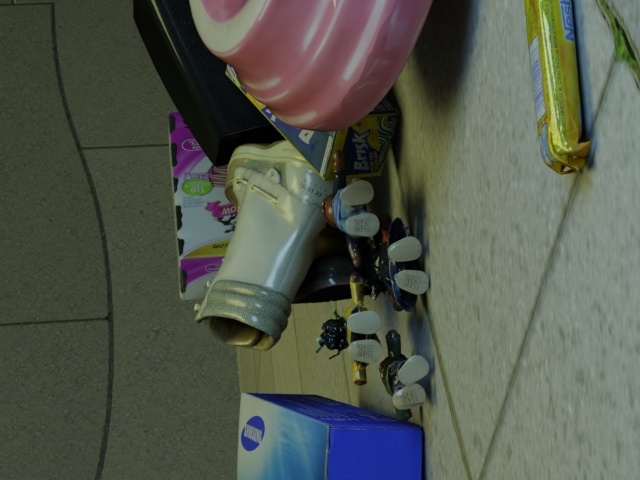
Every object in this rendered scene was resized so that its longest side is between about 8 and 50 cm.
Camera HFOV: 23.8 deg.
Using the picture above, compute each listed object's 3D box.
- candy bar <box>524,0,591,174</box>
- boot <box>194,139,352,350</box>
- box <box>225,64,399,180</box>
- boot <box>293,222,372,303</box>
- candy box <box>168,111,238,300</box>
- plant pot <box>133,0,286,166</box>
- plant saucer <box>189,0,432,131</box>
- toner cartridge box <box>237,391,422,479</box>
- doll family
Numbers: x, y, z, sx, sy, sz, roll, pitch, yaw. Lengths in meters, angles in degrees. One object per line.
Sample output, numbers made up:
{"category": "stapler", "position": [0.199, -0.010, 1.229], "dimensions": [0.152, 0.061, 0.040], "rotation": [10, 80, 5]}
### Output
{"category": "candy bar", "position": [0.100, -0.106, 0.667], "dimensions": [0.040, 0.018, 0.161], "rotation": [102, 164, -78]}
{"category": "boot", "position": [-0.054, 0.006, 1.250], "dimensions": [0.165, 0.077, 0.213], "rotation": [-68, 18, -10]}
{"category": "box", "position": [-0.010, -0.114, 1.166], "dimensions": [0.169, 0.054, 0.059], "rotation": [48, 134, 43]}
{"category": "boot", "position": [0.000, 0.000, 1.307], "dimensions": [0.219, 0.082, 0.106], "rotation": [152, 112, -85]}
{"category": "candy box", "position": [-0.082, -0.046, 1.659], "dimensions": [0.071, 0.159, 0.233], "rotation": [92, 171, -46]}
{"category": "plant pot", "position": [-0.052, -0.169, 1.331], "dimensions": [0.187, 0.188, 0.167], "rotation": [125, 128, -79]}
{"category": "plant saucer", "position": [-0.012, -0.236, 0.942], "dimensions": [0.332, 0.084, 0.332], "rotation": [-176, 90, -68]}
{"category": "toner cartridge box", "position": [-0.003, 0.217, 1.237], "dimensions": [0.348, 0.075, 0.165], "rotation": [170, 103, -77]}
{"category": "doll family", "position": [0.036, 0.033, 1.081], "dimensions": [0.111, 0.076, 0.193], "rotation": [-144, 56, -87]}
